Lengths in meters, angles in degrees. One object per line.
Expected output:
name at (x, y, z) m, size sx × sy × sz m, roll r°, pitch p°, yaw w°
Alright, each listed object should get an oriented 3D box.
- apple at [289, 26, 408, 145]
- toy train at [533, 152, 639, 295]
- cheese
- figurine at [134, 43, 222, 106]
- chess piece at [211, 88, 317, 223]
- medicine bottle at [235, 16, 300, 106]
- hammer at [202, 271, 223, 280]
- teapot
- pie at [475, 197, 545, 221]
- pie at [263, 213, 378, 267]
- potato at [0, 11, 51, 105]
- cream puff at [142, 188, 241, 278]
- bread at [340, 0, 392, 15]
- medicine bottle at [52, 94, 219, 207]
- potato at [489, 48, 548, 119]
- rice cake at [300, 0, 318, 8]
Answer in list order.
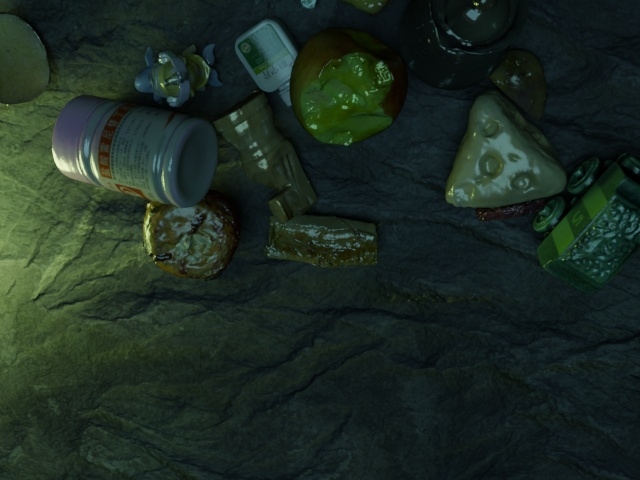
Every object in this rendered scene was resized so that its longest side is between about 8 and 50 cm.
apple at (0.054, -0.309, 1.533) m, size 0.246 × 0.246 × 0.226 m, roll 27°, pitch 120°, yaw -3°
toy train at (0.579, -0.042, 1.574) m, size 0.166 × 0.238 × 0.299 m, roll 30°, pitch 116°, yaw -8°
cheese at (0.407, -0.183, 1.579) m, size 0.247 × 0.174 × 0.252 m, roll 10°, pitch 110°, yaw 6°
figurine at (-0.308, -0.362, 1.619) m, size 0.208 × 0.183 × 0.129 m, roll -23°, pitch 117°, yaw -28°
chess piece at (-0.114, -0.183, 1.691) m, size 0.137 × 0.137 × 0.301 m, roll -26°, pitch 110°, yaw 19°
medicine bottle at (-0.096, -0.386, 1.624) m, size 0.119 × 0.069 × 0.183 m, roll -29°, pitch 107°, yaw 18°
hammer at (-0.335, 0.032, 1.873) m, size 0.201 × 0.021 × 0.078 m, roll 35°, pitch 114°, yaw -7°
teapot at (0.312, -0.426, 1.404) m, size 0.305 × 0.285 × 0.224 m, roll -16°, pitch 92°, yaw -1°
pie at (0.417, -0.071, 1.635) m, size 0.153 × 0.153 × 0.038 m, roll -10°, pitch 98°, yaw 13°
pie at (0.000, 0.000, 1.778) m, size 0.282 × 0.068 × 0.129 m, roll 4°, pitch 113°, yaw 8°
potato at (-0.722, -0.400, 1.695) m, size 0.117 × 0.182 × 0.202 m, roll -4°, pitch 113°, yaw 58°
cream puff at (-0.305, -0.027, 1.768) m, size 0.239 × 0.164 × 0.240 m, roll -1°, pitch 122°, yaw -2°
bread at (0.090, -0.584, 1.452) m, size 0.204 × 0.163 × 0.262 m, roll 21°, pitch 144°, yaw -12°
medicine bottle at (-0.407, -0.200, 1.647) m, size 0.315 × 0.202 × 0.202 m, roll 13°, pitch 116°, yaw 19°
potato at (0.430, -0.329, 1.551) m, size 0.172 × 0.089 × 0.100 m, roll 41°, pitch 111°, yaw -8°
rice cake at (-0.034, -0.602, 1.530) m, size 0.042 × 0.045 × 0.245 m, roll -2°, pitch 113°, yaw 10°
